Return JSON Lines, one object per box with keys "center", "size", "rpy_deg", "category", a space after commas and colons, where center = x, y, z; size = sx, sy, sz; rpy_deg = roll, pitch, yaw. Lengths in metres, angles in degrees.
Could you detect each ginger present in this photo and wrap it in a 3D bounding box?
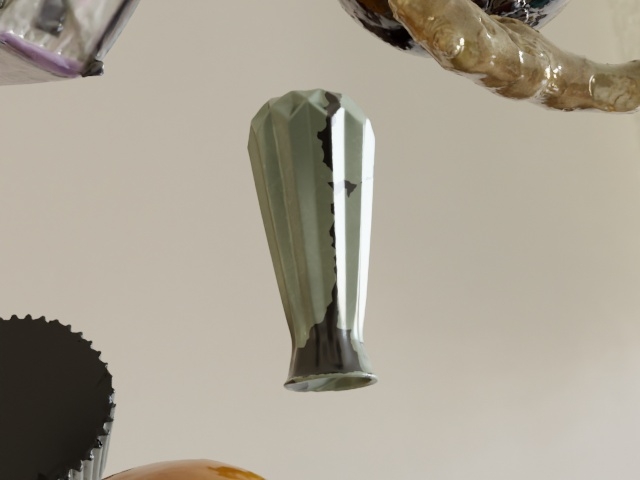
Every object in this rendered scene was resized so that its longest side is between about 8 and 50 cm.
{"center": [0.169, -0.121, 0.761], "size": [0.288, 0.089, 0.075], "rpy_deg": [10, -62, -31], "category": "ginger"}

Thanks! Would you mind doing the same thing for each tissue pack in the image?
{"center": [-0.227, -0.253, 0.905], "size": [0.122, 0.259, 0.361], "rpy_deg": [28, -7, -30], "category": "tissue pack"}

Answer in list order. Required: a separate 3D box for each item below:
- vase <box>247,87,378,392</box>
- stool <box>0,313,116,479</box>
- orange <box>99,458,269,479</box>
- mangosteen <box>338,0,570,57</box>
{"center": [0.000, 0.000, 1.336], "size": [0.165, 0.360, 0.165], "rpy_deg": [-5, -16, -1], "category": "vase"}
{"center": [-0.492, 0.321, 1.838], "size": [0.297, 0.297, 0.330], "rpy_deg": [-1, -25, -9], "category": "stool"}
{"center": [-0.098, 0.312, 0.763], "size": [0.312, 0.312, 0.312], "rpy_deg": [-4, -20, -1], "category": "orange"}
{"center": [0.138, -0.328, 1.060], "size": [0.297, 0.293, 0.297], "rpy_deg": [3, -40, 2], "category": "mangosteen"}
